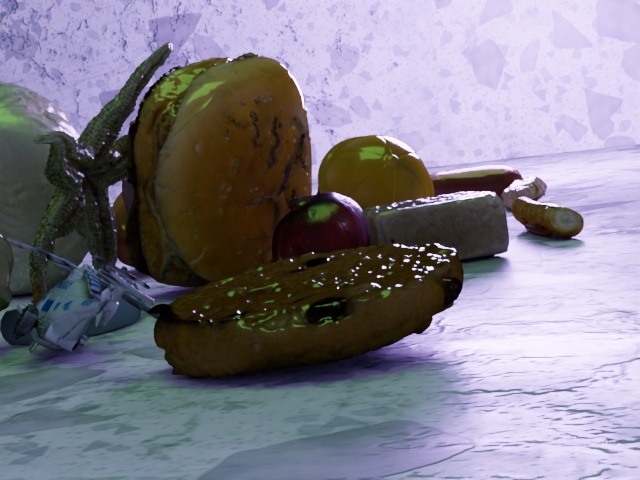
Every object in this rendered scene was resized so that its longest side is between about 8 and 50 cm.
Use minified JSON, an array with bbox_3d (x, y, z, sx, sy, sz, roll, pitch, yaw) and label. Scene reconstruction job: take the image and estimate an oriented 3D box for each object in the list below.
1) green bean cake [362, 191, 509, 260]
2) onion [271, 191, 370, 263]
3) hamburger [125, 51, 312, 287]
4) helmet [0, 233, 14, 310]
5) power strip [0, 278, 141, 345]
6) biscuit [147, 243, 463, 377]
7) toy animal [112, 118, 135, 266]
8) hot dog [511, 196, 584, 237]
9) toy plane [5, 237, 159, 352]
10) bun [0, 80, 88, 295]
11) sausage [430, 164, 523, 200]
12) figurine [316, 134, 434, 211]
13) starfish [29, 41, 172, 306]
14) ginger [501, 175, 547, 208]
[{"bbox_3d":[0.146,-0.013,1.734,0.179,0.085,0.109,-9,6,-10],"label":"green bean cake"},{"bbox_3d":[0.000,0.000,1.629,0.131,0.131,0.131,-7,6,1],"label":"onion"},{"bbox_3d":[-0.133,-0.086,1.761,0.174,0.305,0.284,10,24,34],"label":"hamburger"},{"bbox_3d":[-0.416,0.045,1.475,0.137,0.204,0.257,9,-19,-29],"label":"helmet"},{"bbox_3d":[-0.277,0.079,1.566,0.137,0.044,0.216,-6,7,13],"label":"power strip"},{"bbox_3d":[-0.009,0.066,1.221,0.295,0.075,0.296,-11,10,2],"label":"biscuit"},{"bbox_3d":[-0.245,-0.062,2.014,0.195,0.281,0.169,30,39,9],"label":"toy animal"},{"bbox_3d":[0.314,-0.031,1.885,0.066,0.047,0.215,29,1,-11],"label":"hot dog"},{"bbox_3d":[-0.234,0.077,1.330,0.182,0.107,0.273,37,-15,-36],"label":"toy plane"},{"bbox_3d":[-0.473,-0.076,2.005,0.349,0.352,0.227,37,40,22],"label":"bun"},{"bbox_3d":[0.275,-0.097,2.418,0.194,0.077,0.077,-5,6,9],"label":"sausage"},{"bbox_3d":[0.071,-0.087,2.149,0.192,0.167,0.257,-24,10,-20],"label":"figurine"},{"bbox_3d":[-0.284,-0.077,1.715,0.078,0.347,0.358,17,26,18],"label":"starfish"},{"bbox_3d":[0.352,-0.080,2.315,0.069,0.051,0.173,-11,9,19],"label":"ginger"}]
